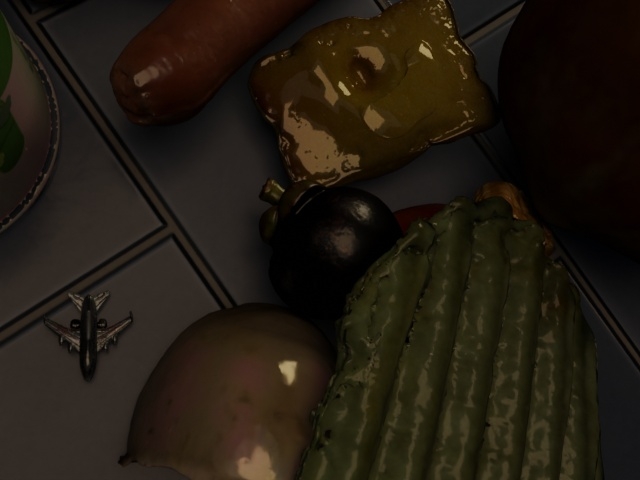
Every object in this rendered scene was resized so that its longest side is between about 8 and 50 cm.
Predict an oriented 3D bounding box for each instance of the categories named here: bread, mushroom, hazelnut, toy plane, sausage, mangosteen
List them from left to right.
[{"bbox_3d":[-0.210,0.086,0.729,0.078,0.031,0.083,0,78,-14],"label":"toy plane"},{"bbox_3d":[-0.044,-0.247,0.781,0.094,0.094,0.419,50,62,-11],"label":"sausage"},{"bbox_3d":[-0.034,0.135,0.693,0.236,0.162,0.173,16,76,-12],"label":"mushroom"},{"bbox_3d":[0.000,0.000,0.741,0.151,0.137,0.137,45,72,7],"label":"mangosteen"},{"bbox_3d":[0.050,-0.144,0.816,0.233,0.088,0.161,-21,79,-14],"label":"bread"},{"bbox_3d":[0.199,-0.017,0.818,0.110,0.044,0.083,19,45,-51],"label":"bread"},{"bbox_3d":[0.361,-0.156,0.775,0.366,0.366,0.366,3,77,-13],"label":"hazelnut"}]

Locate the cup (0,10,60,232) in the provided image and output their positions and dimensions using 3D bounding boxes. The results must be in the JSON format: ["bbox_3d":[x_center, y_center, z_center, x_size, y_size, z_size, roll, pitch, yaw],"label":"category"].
[{"bbox_3d":[-0.341,-0.129,0.617,0.253,0.274,0.253,3,78,-13],"label":"cup"}]

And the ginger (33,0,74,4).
[{"bbox_3d":[-0.185,-0.359,0.743,0.269,0.200,0.223,-5,80,-15],"label":"ginger"}]

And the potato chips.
[{"bbox_3d":[0.137,0.178,0.697,0.358,0.070,0.429,27,69,-33],"label":"potato chips"}]

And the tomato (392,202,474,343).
[{"bbox_3d":[0.125,0.030,0.803,0.155,0.069,0.155,3,77,-14],"label":"tomato"}]
